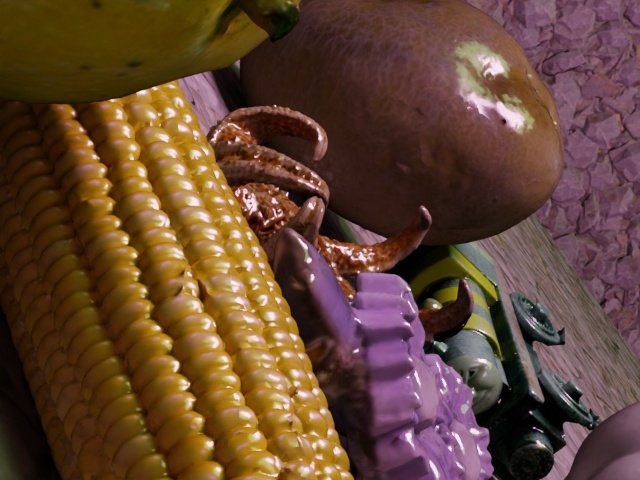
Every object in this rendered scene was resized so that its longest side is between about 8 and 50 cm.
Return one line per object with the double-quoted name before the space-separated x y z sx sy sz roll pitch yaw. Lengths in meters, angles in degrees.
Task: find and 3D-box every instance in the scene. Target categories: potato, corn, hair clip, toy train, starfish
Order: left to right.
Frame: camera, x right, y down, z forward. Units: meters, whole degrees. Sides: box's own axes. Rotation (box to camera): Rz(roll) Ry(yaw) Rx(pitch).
"corn" -0.052 0.022 0.520 0.081 0.081 0.248 44 15 -50
"starfish" 0.001 0.000 0.833 0.146 0.074 0.190 43 10 -8
"hair clip" 0.028 0.082 0.762 0.292 0.084 0.106 49 29 -58
"potato" 0.048 -0.086 1.108 0.235 0.160 0.178 38 -2 35
"toy train" 0.101 0.073 1.120 0.132 0.083 0.200 40 15 -20

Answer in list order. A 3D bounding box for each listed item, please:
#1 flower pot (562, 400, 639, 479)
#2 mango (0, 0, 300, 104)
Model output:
"flower pot" 0.238 0.189 0.918 0.246 0.246 0.195 52 -15 -19
"mango" -0.145 -0.191 0.455 0.382 0.201 0.225 41 15 -7
